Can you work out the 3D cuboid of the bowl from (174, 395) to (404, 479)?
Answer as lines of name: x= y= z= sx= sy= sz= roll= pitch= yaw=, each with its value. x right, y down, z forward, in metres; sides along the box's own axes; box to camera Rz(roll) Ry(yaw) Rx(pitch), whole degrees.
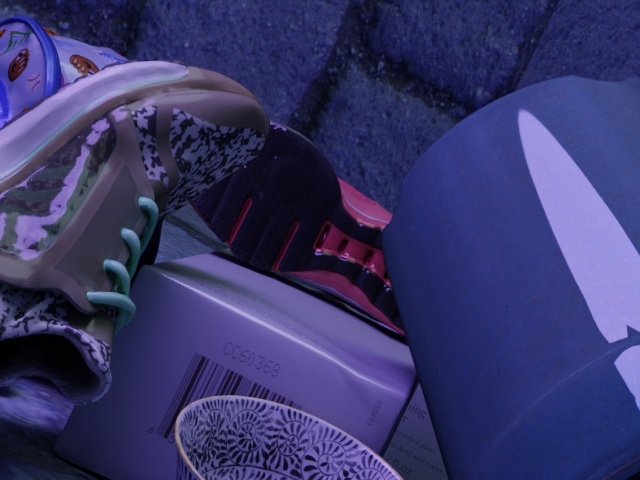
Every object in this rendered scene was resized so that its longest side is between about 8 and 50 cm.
bowl: x=-0.028 y=0.177 z=1.077 sx=0.170 sy=0.080 sz=0.170 roll=23 pitch=19 yaw=-8

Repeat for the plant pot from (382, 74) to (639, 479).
plant pot: x=0.210 y=0.086 z=1.147 sx=0.341 sy=0.341 sz=0.334 roll=23 pitch=33 yaw=-38

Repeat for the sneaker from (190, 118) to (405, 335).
sneaker: x=0.000 y=0.001 z=1.474 sx=0.314 sy=0.116 sz=0.136 roll=33 pitch=-9 yaw=-7

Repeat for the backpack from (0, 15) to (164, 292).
backpack: x=-0.255 y=-0.052 z=1.413 sx=0.213 sy=0.263 sz=0.276 roll=25 pitch=4 yaw=-38

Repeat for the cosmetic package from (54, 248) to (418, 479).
cosmetic package: x=-0.042 y=0.120 z=1.343 sx=0.217 sy=0.156 sz=0.385 roll=27 pitch=3 yaw=7

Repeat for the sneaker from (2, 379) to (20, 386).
sneaker: x=-0.308 y=0.016 z=1.256 sx=0.232 sy=0.115 sz=0.090 roll=24 pitch=4 yaw=-23

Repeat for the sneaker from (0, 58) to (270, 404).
sneaker: x=-0.171 y=0.026 z=1.083 sx=0.410 sy=0.158 sz=0.182 roll=-29 pitch=68 yaw=-35

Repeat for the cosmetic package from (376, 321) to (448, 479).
cosmetic package: x=0.120 y=0.152 z=1.711 sx=0.151 sy=0.184 sz=0.151 roll=26 pitch=4 yaw=16
